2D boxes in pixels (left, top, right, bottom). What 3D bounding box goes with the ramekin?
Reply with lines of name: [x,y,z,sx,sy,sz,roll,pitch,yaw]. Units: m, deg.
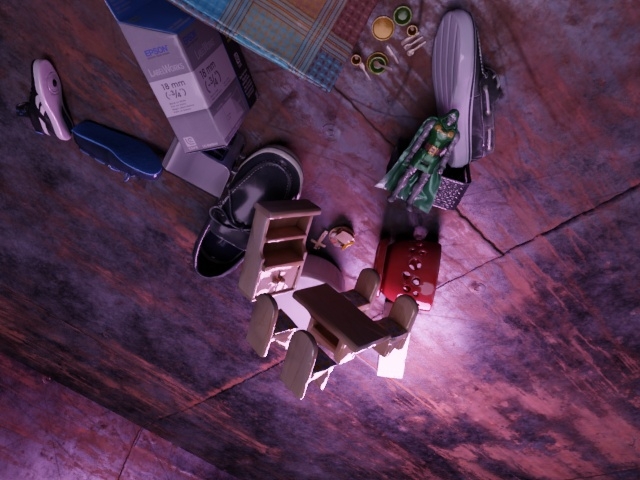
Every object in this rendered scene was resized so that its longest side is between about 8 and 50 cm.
ramekin: [-0.043,0.161,1.427,0.272,0.127,0.273,7,132,8]

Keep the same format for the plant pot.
plant pot: [0.232,0.088,1.259,0.174,0.191,0.191,9,132,9]

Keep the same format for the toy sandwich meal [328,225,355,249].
toy sandwich meal: [0.063,-0.006,1.320,0.085,0.029,0.086,6,132,7]

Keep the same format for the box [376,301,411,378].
box: [0.245,0.336,1.527,0.094,0.113,0.275,6,133,7]

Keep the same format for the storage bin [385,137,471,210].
storage bin: [0.252,-0.157,1.082,0.180,0.122,0.084,17,132,-2]

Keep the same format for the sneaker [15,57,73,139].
sneaker: [-0.723,-0.357,1.159,0.121,0.079,0.217,10,133,3]

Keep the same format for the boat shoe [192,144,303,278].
boat shoe: [-0.211,-0.055,1.259,0.186,0.156,0.500,35,128,-15]

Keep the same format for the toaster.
toaster: [-0.286,-0.217,1.127,0.185,0.168,0.110,29,128,-14]

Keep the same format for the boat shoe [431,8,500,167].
boat shoe: [0.311,-0.314,0.955,0.119,0.121,0.335,-18,133,-3]

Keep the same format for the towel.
towel: [-0.080,-0.482,0.840,0.370,0.040,0.272,28,98,-13]

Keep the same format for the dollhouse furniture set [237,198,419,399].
dollhouse furniture set: [-0.003,0.100,1.092,0.394,0.362,0.257,36,121,36]

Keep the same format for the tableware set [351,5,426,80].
tableware set: [0.135,-0.409,0.955,0.154,0.024,0.104,-24,121,30]

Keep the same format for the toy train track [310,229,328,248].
toy train track: [0.000,0.000,1.351,0.048,0.014,0.083,25,131,-9]

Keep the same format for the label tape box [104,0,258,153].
label tape box: [-0.259,-0.383,0.921,0.105,0.241,0.334,-7,129,19]

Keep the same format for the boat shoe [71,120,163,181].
boat shoe: [-0.535,-0.231,1.230,0.258,0.109,0.089,32,139,6]

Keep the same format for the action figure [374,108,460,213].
action figure: [0.222,-0.172,0.961,0.137,0.063,0.232,24,123,-3]
